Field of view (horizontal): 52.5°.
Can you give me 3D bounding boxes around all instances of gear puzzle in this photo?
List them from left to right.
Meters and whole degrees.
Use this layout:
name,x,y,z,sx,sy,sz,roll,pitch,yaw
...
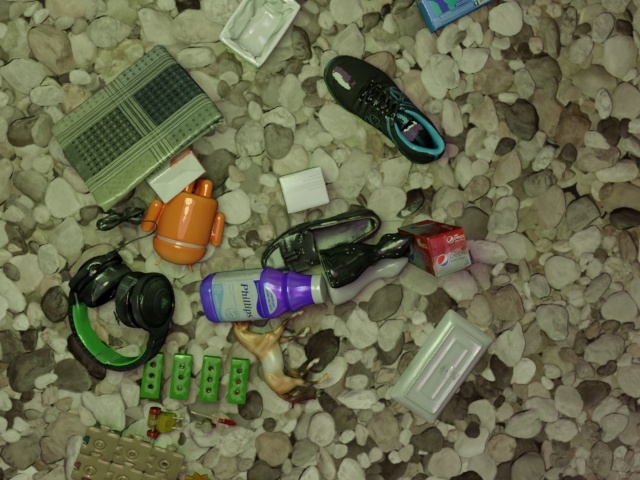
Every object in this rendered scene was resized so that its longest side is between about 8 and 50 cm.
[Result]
name,x,y,z,sx,sy,sz,roll,pitch,yaw
gear puzzle,-0.411,0.543,1.557,0.339,0.044,0.175,20,107,-8

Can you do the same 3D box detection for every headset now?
name,x,y,z,sx,sy,sz,roll,pitch,yaw
headset,-0.447,0.112,1.411,0.244,0.185,0.393,23,109,16

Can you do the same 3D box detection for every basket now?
name,x,y,z,sx,sy,sz,roll,pitch,yaw
basket,-0.137,-0.480,1.454,0.113,0.103,0.167,35,92,-9

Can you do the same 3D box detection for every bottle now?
name,x,y,z,sx,sy,sz,roll,pitch,yaw
bottle,-0.130,0.122,1.485,0.283,0.092,0.118,-5,109,13

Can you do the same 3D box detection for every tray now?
name,x,y,z,sx,sy,sz,roll,pitch,yaw
tray,0.306,0.321,1.625,0.145,0.030,0.270,35,91,-10

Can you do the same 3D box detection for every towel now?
name,x,y,z,sx,sy,sz,roll,pitch,yaw
towel,-0.397,-0.243,1.389,0.324,0.056,0.312,-38,58,-5

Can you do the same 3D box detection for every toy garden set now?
name,x,y,z,sx,sy,sz,roll,pitch,yaw
toy garden set,-0.304,0.372,1.556,0.245,0.049,0.203,6,94,-8

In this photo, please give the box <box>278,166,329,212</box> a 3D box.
name,x,y,z,sx,sy,sz,roll,pitch,yaw
box,-0.040,-0.119,1.504,0.102,0.101,0.087,-16,98,-3

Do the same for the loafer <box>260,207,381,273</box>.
name,x,y,z,sx,sy,sz,roll,pitch,yaw
loafer,0.000,0.000,1.522,0.303,0.095,0.109,-23,94,-4

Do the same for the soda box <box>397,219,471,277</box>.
name,x,y,z,sx,sy,sz,roll,pitch,yaw
soda box,0.252,0.012,1.467,0.084,0.263,0.092,-15,98,-6

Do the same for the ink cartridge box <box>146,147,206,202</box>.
name,x,y,z,sx,sy,sz,roll,pitch,yaw
ink cartridge box,-0.352,-0.177,1.442,0.115,0.198,0.067,-39,134,-9

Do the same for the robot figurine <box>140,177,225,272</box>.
name,x,y,z,sx,sy,sz,roll,pitch,yaw
robot figurine,-0.309,-0.040,1.470,0.128,0.158,0.219,17,95,25

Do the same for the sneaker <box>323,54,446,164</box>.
name,x,y,z,sx,sy,sz,roll,pitch,yaw
sneaker,0.157,-0.308,1.486,0.341,0.139,0.125,37,93,-7

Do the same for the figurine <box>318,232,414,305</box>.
name,x,y,z,sx,sy,sz,roll,pitch,yaw
figurine,0.111,0.061,1.502,0.210,0.215,0.092,-19,68,-5

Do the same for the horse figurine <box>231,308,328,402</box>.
name,x,y,z,sx,sy,sz,roll,pitch,yaw
horse figurine,-0.090,0.286,1.560,0.175,0.066,0.263,-21,96,-9

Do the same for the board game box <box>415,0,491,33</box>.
name,x,y,z,sx,sy,sz,roll,pitch,yaw
board game box,0.286,-0.618,1.513,0.160,0.047,0.210,-28,99,-2
